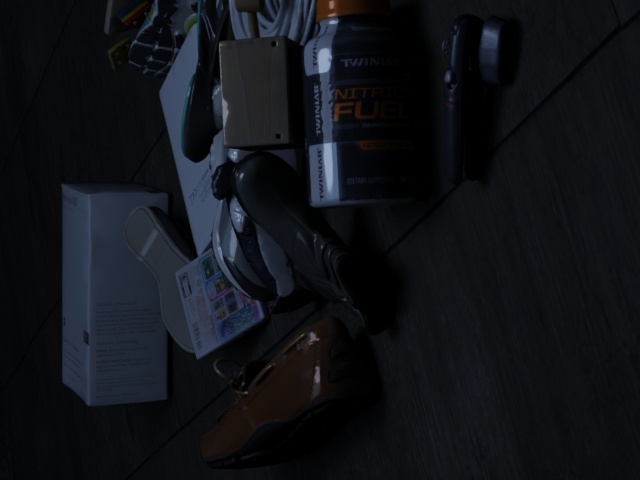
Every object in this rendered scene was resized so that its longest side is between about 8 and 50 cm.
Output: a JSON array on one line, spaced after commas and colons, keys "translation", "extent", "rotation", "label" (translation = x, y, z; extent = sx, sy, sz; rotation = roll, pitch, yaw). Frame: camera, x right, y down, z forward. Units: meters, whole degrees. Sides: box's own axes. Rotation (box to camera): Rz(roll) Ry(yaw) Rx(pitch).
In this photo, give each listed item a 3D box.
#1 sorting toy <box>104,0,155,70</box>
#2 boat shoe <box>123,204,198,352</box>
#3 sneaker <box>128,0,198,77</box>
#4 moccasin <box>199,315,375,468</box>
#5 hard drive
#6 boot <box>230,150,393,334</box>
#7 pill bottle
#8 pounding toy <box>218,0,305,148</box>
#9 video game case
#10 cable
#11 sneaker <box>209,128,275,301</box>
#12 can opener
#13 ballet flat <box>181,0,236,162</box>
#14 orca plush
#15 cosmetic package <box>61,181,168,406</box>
[{"translation": [-0.293, -0.402, 2.176], "extent": [0.046, 0.132, 0.274], "rotation": [40, 133, 27], "label": "sorting toy"}, {"translation": [-0.222, 0.060, 2.137], "extent": [0.112, 0.096, 0.335], "rotation": [-54, 46, 22], "label": "boat shoe"}, {"translation": [-0.237, -0.373, 2.122], "extent": [0.275, 0.107, 0.110], "rotation": [125, 154, -45], "label": "sneaker"}, {"translation": [-0.064, 0.214, 1.757], "extent": [0.380, 0.139, 0.146], "rotation": [-49, 49, 54], "label": "moccasin"}, {"translation": [-0.182, -0.156, 2.065], "extent": [0.210, 0.040, 0.318], "rotation": [-51, 48, 53], "label": "hard drive"}, {"translation": [0.000, 0.000, 1.580], "extent": [0.246, 0.083, 0.161], "rotation": [53, 170, -30], "label": "boot"}, {"translation": [0.043, -0.162, 1.510], "extent": [0.130, 0.131, 0.245], "rotation": [-3, 90, 64], "label": "pill bottle"}, {"translation": [-0.056, -0.216, 1.592], "extent": [0.181, 0.094, 0.206], "rotation": [-8, -85, -78], "label": "pounding toy"}, {"translation": [-0.153, 0.084, 1.985], "extent": [0.143, 0.019, 0.157], "rotation": [-33, 59, 27], "label": "video game case"}, {"translation": [-0.043, -0.344, 1.713], "extent": [0.257, 0.089, 0.257], "rotation": [-137, 48, -55], "label": "cable"}, {"translation": [-0.096, -0.047, 1.844], "extent": [0.108, 0.100, 0.271], "rotation": [-26, 70, 56], "label": "sneaker"}, {"translation": [0.155, -0.148, 1.366], "extent": [0.073, 0.059, 0.186], "rotation": [39, 126, 56], "label": "can opener"}, {"translation": [-0.145, -0.250, 1.909], "extent": [0.096, 0.095, 0.280], "rotation": [8, 96, 23], "label": "ballet flat"}, {"translation": [-0.069, -0.048, 1.764], "extent": [0.287, 0.151, 0.102], "rotation": [68, 165, -10], "label": "orca plush"}, {"translation": [-0.377, 0.090, 2.354], "extent": [0.217, 0.156, 0.384], "rotation": [-167, 74, -65], "label": "cosmetic package"}]
